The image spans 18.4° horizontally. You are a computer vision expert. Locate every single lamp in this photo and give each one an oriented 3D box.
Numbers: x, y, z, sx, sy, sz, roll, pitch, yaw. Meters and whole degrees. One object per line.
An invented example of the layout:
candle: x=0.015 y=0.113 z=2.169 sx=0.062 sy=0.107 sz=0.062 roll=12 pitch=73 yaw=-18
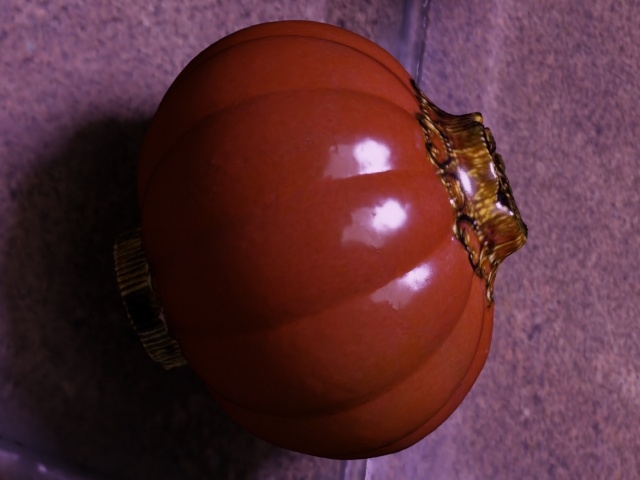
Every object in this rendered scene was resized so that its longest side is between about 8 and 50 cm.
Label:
lamp: x=0.000 y=0.000 z=0.976 sx=0.223 sy=0.196 sz=0.223 roll=-19 pitch=90 yaw=-81
